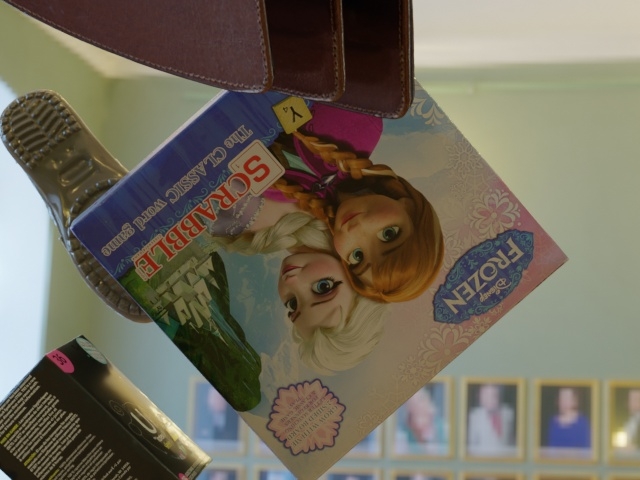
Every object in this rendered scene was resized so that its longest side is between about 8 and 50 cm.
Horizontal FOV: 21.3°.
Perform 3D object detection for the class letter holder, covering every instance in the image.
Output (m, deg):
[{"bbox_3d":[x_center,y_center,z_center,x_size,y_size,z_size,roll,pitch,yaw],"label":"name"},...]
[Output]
[{"bbox_3d":[-0.097,-0.180,1.193,0.302,0.214,0.152,24,43,35],"label":"letter holder"}]

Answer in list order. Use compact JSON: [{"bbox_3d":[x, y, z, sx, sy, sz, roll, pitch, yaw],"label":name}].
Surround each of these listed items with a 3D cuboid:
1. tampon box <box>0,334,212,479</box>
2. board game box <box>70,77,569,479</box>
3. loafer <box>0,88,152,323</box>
[{"bbox_3d":[-0.190,0.174,1.425,0.161,0.101,0.120,44,7,1],"label":"tampon box"},{"bbox_3d":[0.000,0.000,1.518,0.318,0.319,0.066,48,1,-9],"label":"board game box"},{"bbox_3d":[-0.214,-0.031,1.656,0.102,0.268,0.092,-33,-18,-2],"label":"loafer"}]
